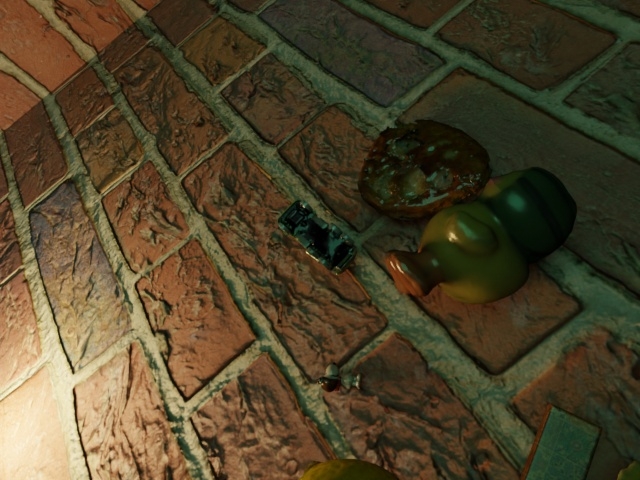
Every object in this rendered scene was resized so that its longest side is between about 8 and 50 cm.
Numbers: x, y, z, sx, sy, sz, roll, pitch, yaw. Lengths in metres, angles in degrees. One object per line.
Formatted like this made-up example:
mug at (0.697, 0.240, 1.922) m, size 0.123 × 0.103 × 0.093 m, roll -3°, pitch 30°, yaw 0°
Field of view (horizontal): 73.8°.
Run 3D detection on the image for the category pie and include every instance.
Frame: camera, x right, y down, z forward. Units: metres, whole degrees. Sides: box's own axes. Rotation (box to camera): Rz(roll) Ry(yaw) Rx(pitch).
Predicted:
pie at (0.218, -0.159, 0.960) m, size 0.309 × 0.085 × 0.308 m, roll -13°, pitch 55°, yaw 20°

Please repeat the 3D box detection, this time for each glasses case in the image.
glasses case at (0.346, 0.368, 0.646) m, size 0.075 × 0.049 × 0.218 m, roll 23°, pitch 75°, yaw 25°

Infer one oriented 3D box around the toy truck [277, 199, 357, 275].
toy truck at (0.000, 0.000, 0.956) m, size 0.191 × 0.116 × 0.085 m, roll 39°, pitch 84°, yaw 25°

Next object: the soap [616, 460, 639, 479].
soap at (0.517, 0.452, 0.428) m, size 0.427 × 0.115 × 0.306 m, roll 30°, pitch 44°, yaw 22°

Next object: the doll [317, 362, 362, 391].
doll at (0.039, 0.277, 0.838) m, size 0.085 × 0.040 × 0.058 m, roll 18°, pitch 62°, yaw 31°

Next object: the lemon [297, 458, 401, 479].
lemon at (0.052, 0.460, 0.610) m, size 0.268 × 0.267 × 0.267 m, roll -10°, pitch 60°, yaw 19°

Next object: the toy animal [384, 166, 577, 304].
toy animal at (0.298, 0.009, 0.780) m, size 0.338 × 0.216 × 0.191 m, roll -32°, pitch 83°, yaw 1°
